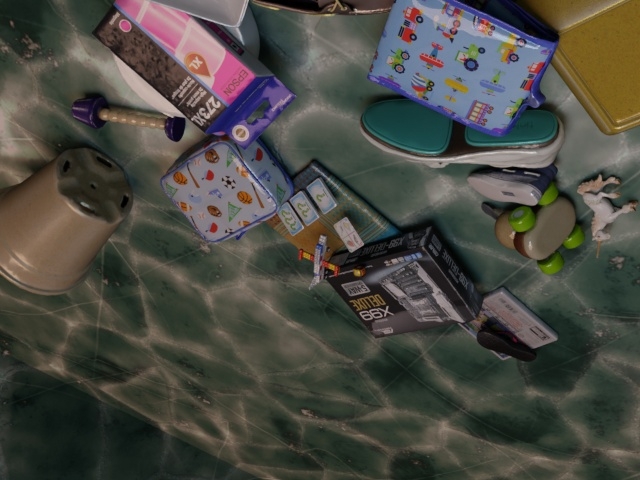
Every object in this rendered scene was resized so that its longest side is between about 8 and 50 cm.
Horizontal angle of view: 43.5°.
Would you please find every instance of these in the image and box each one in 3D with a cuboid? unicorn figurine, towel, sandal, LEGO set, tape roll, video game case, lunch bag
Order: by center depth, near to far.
[{"bbox_3d":[0.257,-0.315,1.380,0.293,0.138,0.221,36,142,13],"label":"lunch bag"},{"bbox_3d":[-0.270,-0.392,1.604,0.286,0.100,0.286,7,124,10],"label":"tape roll"},{"bbox_3d":[0.573,-0.061,1.610,0.111,0.060,0.162,-25,103,44],"label":"unicorn figurine"},{"bbox_3d":[0.000,0.000,1.857,0.182,0.060,0.244,-33,90,44],"label":"LEGO set"},{"bbox_3d":[-0.222,-0.123,1.898,0.303,0.115,0.243,-23,114,42],"label":"lunch bag"},{"bbox_3d":[0.051,-0.016,1.946,0.370,0.040,0.271,40,137,-13],"label":"towel"},{"bbox_3d":[0.452,0.209,1.987,0.201,0.023,0.183,39,139,-16],"label":"video game case"},{"bbox_3d":[0.459,0.254,1.990,0.179,0.040,0.067,24,148,-22],"label":"sandal"}]

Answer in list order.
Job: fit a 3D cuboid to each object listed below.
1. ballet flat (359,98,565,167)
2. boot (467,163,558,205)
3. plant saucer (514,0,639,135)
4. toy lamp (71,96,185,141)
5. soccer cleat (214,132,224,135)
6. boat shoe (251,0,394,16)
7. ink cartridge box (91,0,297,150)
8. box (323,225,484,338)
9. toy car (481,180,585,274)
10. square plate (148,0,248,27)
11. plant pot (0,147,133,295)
[{"bbox_3d":[0.274,-0.193,1.579,0.401,0.139,0.139,6,136,21],"label":"ballet flat"},{"bbox_3d":[0.390,-0.127,1.628,0.190,0.086,0.069,22,159,52],"label":"boot"},{"bbox_3d":[0.533,-0.319,1.310,0.333,0.081,0.333,-22,125,41],"label":"plant saucer"},{"bbox_3d":[-0.456,-0.289,1.888,0.275,0.080,0.080,13,138,13],"label":"toy lamp"},{"bbox_3d":[-0.308,-0.315,1.772,0.248,0.083,0.095,42,130,-12],"label":"soccer cleat"},{"bbox_3d":[0.008,-0.456,1.442,0.325,0.096,0.116,14,139,15],"label":"boat shoe"},{"bbox_3d":[-0.240,-0.337,1.537,0.371,0.069,0.176,40,123,-15],"label":"ink cartridge box"},{"bbox_3d":[0.193,0.108,1.903,0.308,0.076,0.242,-16,122,40],"label":"box"},{"bbox_3d":[0.426,-0.035,1.686,0.155,0.149,0.188,51,162,-26],"label":"toy car"},{"bbox_3d":[-0.253,-0.569,1.341,0.347,0.049,0.344,12,119,-18],"label":"square plate"},{"bbox_3d":[-0.660,-0.074,2.075,0.334,0.333,0.305,42,126,-18],"label":"plant pot"}]
